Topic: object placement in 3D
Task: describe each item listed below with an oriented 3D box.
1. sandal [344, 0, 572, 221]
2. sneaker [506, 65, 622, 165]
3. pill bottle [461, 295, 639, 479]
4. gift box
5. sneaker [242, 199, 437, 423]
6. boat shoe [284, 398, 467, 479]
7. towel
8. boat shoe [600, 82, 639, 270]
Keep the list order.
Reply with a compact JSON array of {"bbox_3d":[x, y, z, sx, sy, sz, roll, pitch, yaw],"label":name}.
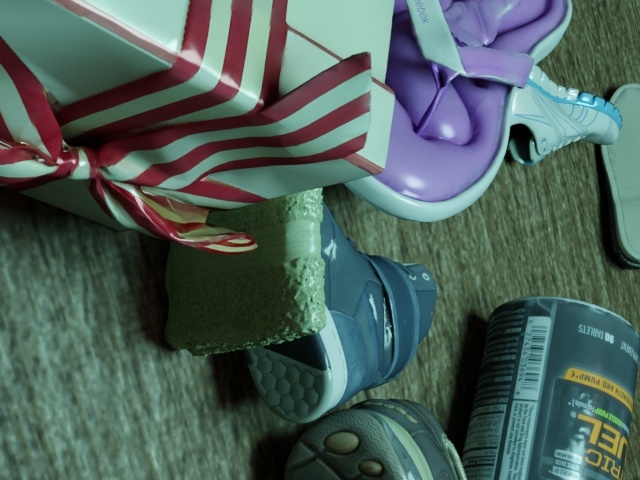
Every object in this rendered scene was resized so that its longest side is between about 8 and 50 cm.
[{"bbox_3d":[0.105,-0.166,0.821,0.169,0.102,0.416,33,41,1],"label":"sandal"},{"bbox_3d":[0.210,-0.106,1.001,0.191,0.071,0.083,14,79,-35],"label":"sneaker"},{"bbox_3d":[0.180,0.180,0.862,0.130,0.130,0.245,35,59,-37],"label":"pill bottle"},{"bbox_3d":[-0.103,-0.145,0.531,0.255,0.276,0.258,21,69,-37],"label":"gift box"},{"bbox_3d":[-0.001,0.001,0.744,0.163,0.086,0.226,-9,82,-54],"label":"sneaker"},{"bbox_3d":[0.078,0.277,0.736,0.130,0.132,0.355,-19,103,-54],"label":"boat shoe"},{"bbox_3d":[-0.050,0.013,0.639,0.027,0.148,0.110,5,79,-41],"label":"towel"},{"bbox_3d":[0.330,-0.066,1.132,0.065,0.075,0.206,88,4,-70],"label":"boat shoe"}]
